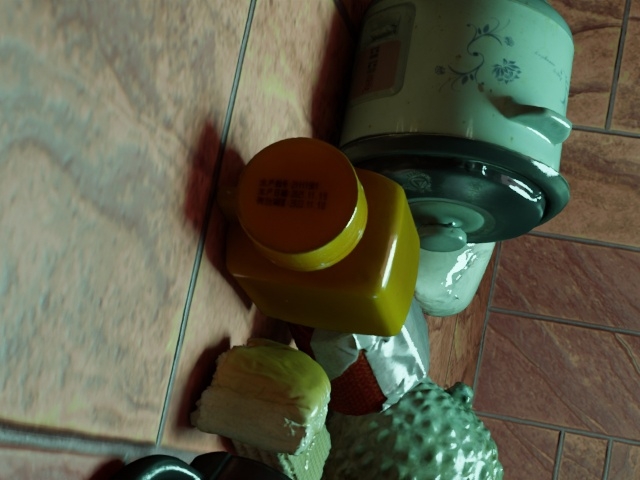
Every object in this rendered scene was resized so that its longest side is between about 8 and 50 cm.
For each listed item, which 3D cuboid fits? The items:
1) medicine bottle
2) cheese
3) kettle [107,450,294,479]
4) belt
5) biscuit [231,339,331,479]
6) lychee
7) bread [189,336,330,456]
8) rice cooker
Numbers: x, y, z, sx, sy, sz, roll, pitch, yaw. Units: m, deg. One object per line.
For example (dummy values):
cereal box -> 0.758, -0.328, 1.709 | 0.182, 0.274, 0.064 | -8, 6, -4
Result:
medicine bottle -> 0.000, -0.001, 1.141 | 0.222, 0.149, 0.112 | 63, 38, -68
cheese -> 0.165, 0.005, 1.842 | 0.189, 0.154, 0.198 | -60, 169, -2
kettle -> -0.100, 0.255, 0.942 | 0.232, 0.144, 0.202 | -50, 127, -61
belt -> 0.035, 0.077, 1.345 | 0.201, 0.128, 0.124 | -87, 156, -60
biscuit -> -0.036, 0.197, 1.321 | 0.239, 0.061, 0.108 | 78, 24, -59
lychee -> 0.096, 0.284, 1.608 | 0.274, 0.255, 0.255 | -47, 162, -5
bread -> -0.045, 0.133, 1.143 | 0.125, 0.106, 0.082 | -22, 121, -77
rice cooker -> 0.146, -0.130, 1.454 | 0.264, 0.316, 0.317 | 24, 72, -39
